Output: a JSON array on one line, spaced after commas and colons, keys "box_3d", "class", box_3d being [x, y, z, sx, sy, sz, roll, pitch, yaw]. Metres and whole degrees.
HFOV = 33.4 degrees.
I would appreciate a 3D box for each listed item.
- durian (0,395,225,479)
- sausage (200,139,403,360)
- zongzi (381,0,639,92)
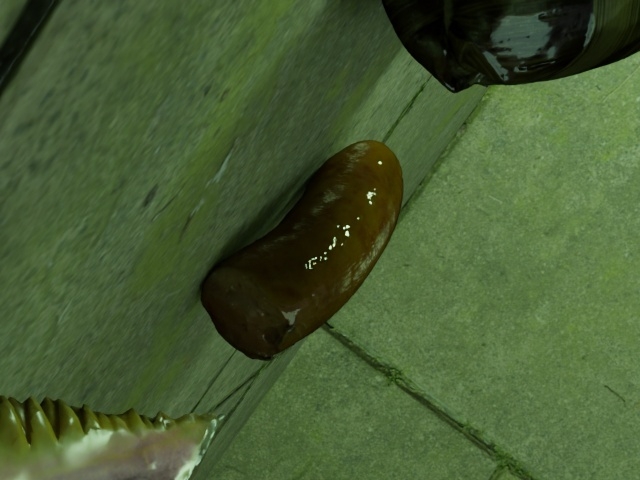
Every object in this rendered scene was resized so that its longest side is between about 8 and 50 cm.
[{"box_3d": [-0.183, 0.129, 0.328, 0.191, 0.112, 0.341, -41, 168, 25], "class": "durian"}, {"box_3d": [0.001, -0.001, 0.969, 0.270, 0.109, 0.109, -51, 174, -46], "class": "sausage"}, {"box_3d": [0.113, -0.183, 0.803, 0.286, 0.134, 0.288, -19, -165, -35], "class": "zongzi"}]
